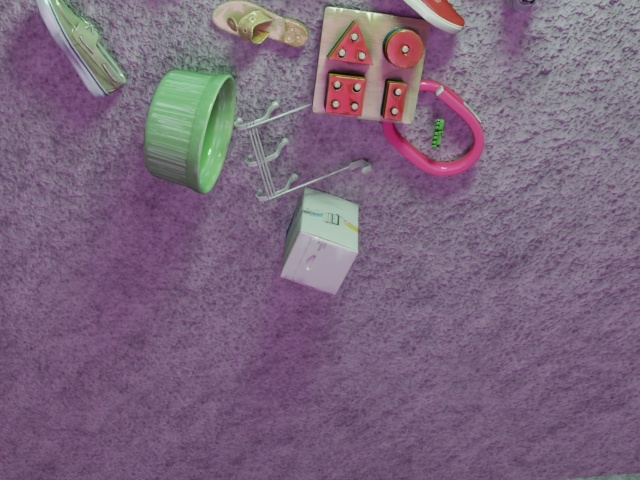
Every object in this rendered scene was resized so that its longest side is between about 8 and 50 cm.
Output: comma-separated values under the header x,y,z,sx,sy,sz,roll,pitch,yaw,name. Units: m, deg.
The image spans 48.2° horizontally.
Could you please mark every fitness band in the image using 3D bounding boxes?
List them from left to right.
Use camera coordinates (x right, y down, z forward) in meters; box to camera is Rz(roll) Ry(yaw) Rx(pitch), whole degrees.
x,y,z,sx,sy,sz,roll,pitch,yaw,name
0.296,-0.290,1.873,0.291,0.054,0.209,37,119,-20,fitness band

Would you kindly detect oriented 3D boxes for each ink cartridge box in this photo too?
x,y,z,sx,sy,sz,roll,pitch,yaw,name
0.000,0.000,1.982,0.168,0.232,0.171,19,124,-10,ink cartridge box

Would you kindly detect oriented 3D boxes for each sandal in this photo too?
x,y,z,sx,sy,sz,roll,pitch,yaw,name
-0.148,-0.513,1.724,0.240,0.079,0.088,13,125,-6,sandal

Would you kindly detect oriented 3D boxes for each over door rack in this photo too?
x,y,z,sx,sy,sz,roll,pitch,yaw,name
-0.045,-0.256,1.895,0.324,0.108,0.239,-16,123,-3,over door rack

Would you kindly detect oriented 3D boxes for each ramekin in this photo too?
x,y,z,sx,sy,sz,roll,pitch,yaw,name
-0.323,-0.276,1.775,0.148,0.303,0.303,14,125,3,ramekin

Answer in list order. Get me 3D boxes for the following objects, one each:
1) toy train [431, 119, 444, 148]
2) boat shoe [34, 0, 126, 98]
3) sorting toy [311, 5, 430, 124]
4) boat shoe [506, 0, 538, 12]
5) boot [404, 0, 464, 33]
x,y,z,sx,sy,sz,roll,pitch,yaw,name
0.303,-0.274,1.844,0.024,0.017,0.083,0,128,-7,toy train
-0.588,-0.493,1.762,0.094,0.109,0.302,-25,130,2,boat shoe
0.123,-0.414,1.725,0.257,0.089,0.255,6,110,-6,sorting toy
0.456,-0.567,1.592,0.079,0.081,0.227,-3,161,8,boat shoe
0.272,-0.603,1.637,0.244,0.088,0.176,35,118,-15,boot
